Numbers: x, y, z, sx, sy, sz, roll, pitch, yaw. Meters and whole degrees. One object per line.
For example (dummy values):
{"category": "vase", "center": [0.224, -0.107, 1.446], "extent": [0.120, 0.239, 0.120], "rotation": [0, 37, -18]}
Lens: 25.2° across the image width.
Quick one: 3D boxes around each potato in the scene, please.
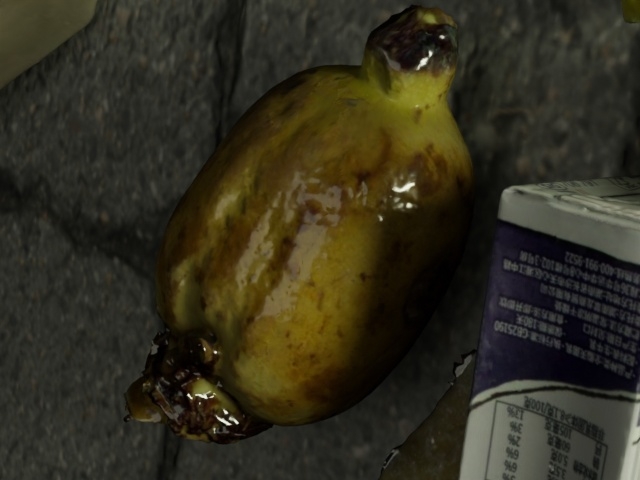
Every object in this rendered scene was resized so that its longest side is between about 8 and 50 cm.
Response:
{"category": "potato", "center": [0.092, 0.154, 0.835], "extent": [0.100, 0.089, 0.172], "rotation": [41, 100, 39]}

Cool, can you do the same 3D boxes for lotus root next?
{"category": "lotus root", "center": [0.000, 0.000, 0.858], "extent": [0.169, 0.141, 0.314], "rotation": [46, 114, 27]}

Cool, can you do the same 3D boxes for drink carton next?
{"category": "drink carton", "center": [0.152, 0.085, 0.725], "extent": [0.102, 0.134, 0.222], "rotation": [17, 106, 39]}

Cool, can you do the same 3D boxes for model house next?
{"category": "model house", "center": [-0.283, -0.223, 1.124], "extent": [0.229, 0.122, 0.188], "rotation": [-35, 57, 25]}

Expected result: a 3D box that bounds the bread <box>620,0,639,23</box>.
{"category": "bread", "center": [0.171, -0.288, 0.646], "extent": [0.138, 0.077, 0.361], "rotation": [-7, 104, 33]}
